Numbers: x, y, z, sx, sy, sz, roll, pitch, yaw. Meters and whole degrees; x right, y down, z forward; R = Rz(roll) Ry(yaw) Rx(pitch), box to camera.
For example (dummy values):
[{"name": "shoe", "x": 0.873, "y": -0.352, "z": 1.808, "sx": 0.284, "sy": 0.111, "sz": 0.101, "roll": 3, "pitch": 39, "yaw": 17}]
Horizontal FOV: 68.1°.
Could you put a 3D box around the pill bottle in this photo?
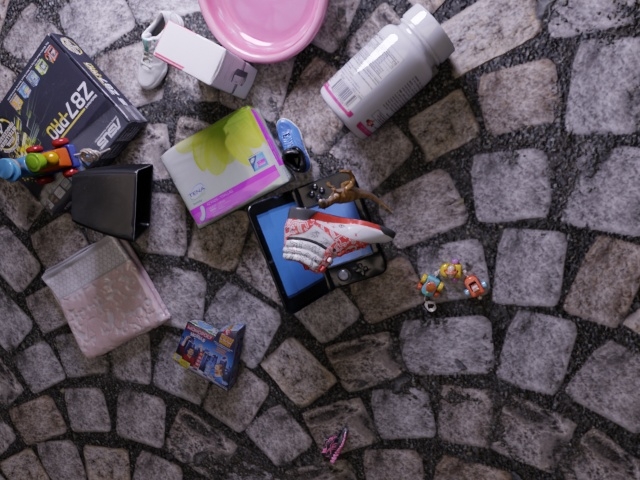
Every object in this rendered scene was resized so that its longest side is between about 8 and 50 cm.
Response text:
[{"name": "pill bottle", "x": 0.152, "y": -0.382, "z": 1.084, "sx": 0.283, "sy": 0.160, "sz": 0.160, "roll": -40, "pitch": 90, "yaw": 17}]

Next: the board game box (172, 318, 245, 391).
[{"name": "board game box", "x": -0.308, "y": 0.309, "z": 1.388, "sx": 0.194, "sy": 0.060, "sz": 0.194, "roll": 27, "pitch": 105, "yaw": 7}]

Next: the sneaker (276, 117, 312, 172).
[{"name": "sneaker", "x": -0.075, "y": -0.242, "z": 1.206, "sx": 0.058, "sy": 0.084, "sz": 0.152, "roll": -22, "pitch": 95, "yaw": 17}]

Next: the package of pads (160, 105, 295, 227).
[{"name": "package of pads", "x": -0.248, "y": -0.194, "z": 1.248, "sx": 0.297, "sy": 0.101, "sz": 0.229, "roll": -26, "pitch": 95, "yaw": 16}]

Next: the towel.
[{"name": "towel", "x": -0.661, "y": 0.172, "z": 1.447, "sx": 0.332, "sy": 0.053, "sz": 0.316, "roll": -27, "pitch": 94, "yaw": 18}]

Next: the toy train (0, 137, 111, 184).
[{"name": "toy train", "x": -0.695, "y": -0.212, "z": 1.232, "sx": 0.248, "sy": 0.143, "sz": 0.105, "roll": -11, "pitch": 102, "yaw": 15}]

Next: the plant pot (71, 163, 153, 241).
[{"name": "plant pot", "x": -0.557, "y": -0.113, "z": 1.269, "sx": 0.167, "sy": 0.187, "sz": 0.188, "roll": 5, "pitch": 104, "yaw": -8}]

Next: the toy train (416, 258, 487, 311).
[{"name": "toy train", "x": 0.331, "y": 0.120, "z": 1.205, "sx": 0.166, "sy": 0.046, "sz": 0.125, "roll": -25, "pitch": 94, "yaw": 16}]

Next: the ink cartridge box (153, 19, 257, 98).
[{"name": "ink cartridge box", "x": -0.267, "y": -0.427, "z": 1.144, "sx": 0.159, "sy": 0.218, "sz": 0.092, "roll": 29, "pitch": 101, "yaw": 6}]

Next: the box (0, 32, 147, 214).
[{"name": "box", "x": -0.732, "y": -0.318, "z": 1.340, "sx": 0.395, "sy": 0.097, "sz": 0.318, "roll": -40, "pitch": 94, "yaw": 18}]

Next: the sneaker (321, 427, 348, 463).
[{"name": "sneaker", "x": 0.040, "y": 0.587, "z": 1.374, "sx": 0.057, "sy": 0.047, "sz": 0.119, "roll": 29, "pitch": 105, "yaw": 18}]

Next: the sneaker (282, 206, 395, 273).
[{"name": "sneaker", "x": 0.041, "y": 0.014, "z": 1.146, "sx": 0.270, "sy": 0.090, "sz": 0.144, "roll": 11, "pitch": 88, "yaw": -12}]

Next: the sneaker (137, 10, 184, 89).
[{"name": "sneaker", "x": -0.439, "y": -0.499, "z": 1.234, "sx": 0.080, "sy": 0.094, "sz": 0.212, "roll": 31, "pitch": 107, "yaw": 4}]

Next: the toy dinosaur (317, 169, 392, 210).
[{"name": "toy dinosaur", "x": 0.075, "y": -0.120, "z": 1.180, "sx": 0.212, "sy": 0.064, "sz": 0.112, "roll": -9, "pitch": 103, "yaw": -28}]

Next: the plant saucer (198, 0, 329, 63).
[{"name": "plant saucer", "x": -0.130, "y": -0.595, "z": 1.114, "sx": 0.332, "sy": 0.084, "sz": 0.332, "roll": 9, "pitch": 120, "yaw": 16}]

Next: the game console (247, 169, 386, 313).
[{"name": "game console", "x": 0.000, "y": 0.000, "z": 1.193, "sx": 0.250, "sy": 0.173, "sz": 0.293, "roll": -19, "pitch": 97, "yaw": 16}]
